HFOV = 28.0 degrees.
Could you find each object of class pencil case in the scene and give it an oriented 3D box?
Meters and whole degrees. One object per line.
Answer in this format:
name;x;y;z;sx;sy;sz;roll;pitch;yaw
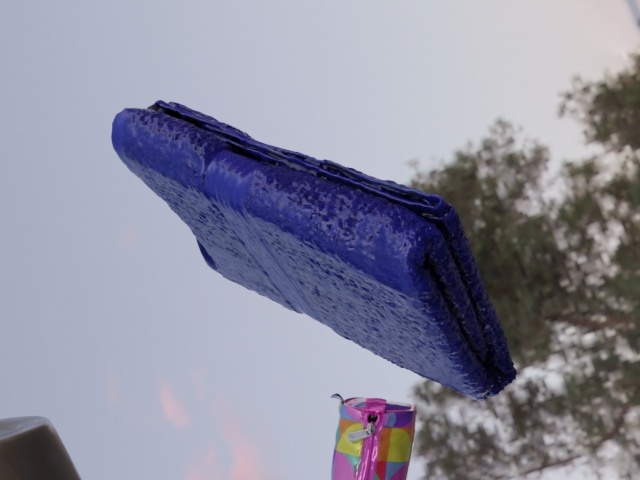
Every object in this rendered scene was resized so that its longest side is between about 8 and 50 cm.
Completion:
pencil case;0.052;0.293;1.487;0.104;0.104;0.236;4;-88;-63

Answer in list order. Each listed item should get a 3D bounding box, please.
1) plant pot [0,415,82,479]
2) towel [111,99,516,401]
plant pot;-0.310;0.317;1.162;0.323;0.323;0.280;-15;-87;-65
towel;0.000;0.000;0.990;0.076;0.308;0.228;-54;-36;-15
